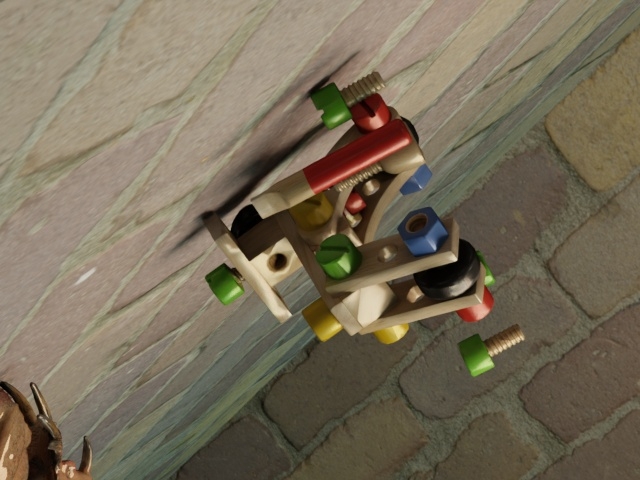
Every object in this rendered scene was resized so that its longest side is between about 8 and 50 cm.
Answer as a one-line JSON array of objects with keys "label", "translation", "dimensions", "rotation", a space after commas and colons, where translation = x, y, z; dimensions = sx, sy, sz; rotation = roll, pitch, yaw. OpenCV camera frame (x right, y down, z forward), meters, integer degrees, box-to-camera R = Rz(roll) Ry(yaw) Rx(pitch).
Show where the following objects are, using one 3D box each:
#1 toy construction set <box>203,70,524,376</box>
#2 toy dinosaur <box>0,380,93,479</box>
[{"label": "toy construction set", "translation": [0.000, 0.000, 1.570], "dimensions": [0.237, 0.257, 0.309], "rotation": [-28, 154, 5]}, {"label": "toy dinosaur", "translation": [-0.287, 0.184, 1.525], "dimensions": [0.200, 0.127, 0.295], "rotation": [-45, 164, -26]}]
